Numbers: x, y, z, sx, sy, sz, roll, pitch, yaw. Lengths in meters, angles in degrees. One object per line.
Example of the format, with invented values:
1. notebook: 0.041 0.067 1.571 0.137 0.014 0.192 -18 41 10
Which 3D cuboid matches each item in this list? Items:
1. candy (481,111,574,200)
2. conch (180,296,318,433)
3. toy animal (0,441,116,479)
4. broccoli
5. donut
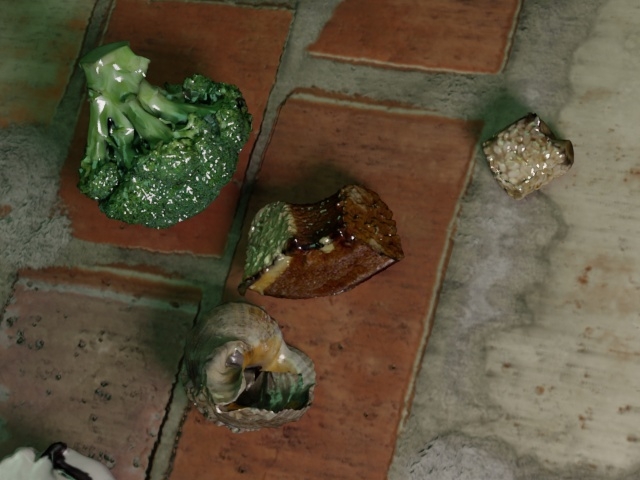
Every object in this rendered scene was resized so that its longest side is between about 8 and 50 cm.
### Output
1. candy: 0.272 -0.113 2.014 0.110 0.085 0.095 -38 67 11
2. conch: -0.092 0.173 1.962 0.178 0.245 0.163 7 104 1
3. toy animal: -0.334 0.374 1.966 0.208 0.156 0.204 33 79 19
4. broccoli: -0.234 -0.150 2.108 0.270 0.270 0.270 -25 24 12
5. donut: -0.005 0.006 2.042 0.186 0.144 0.126 -30 50 32
